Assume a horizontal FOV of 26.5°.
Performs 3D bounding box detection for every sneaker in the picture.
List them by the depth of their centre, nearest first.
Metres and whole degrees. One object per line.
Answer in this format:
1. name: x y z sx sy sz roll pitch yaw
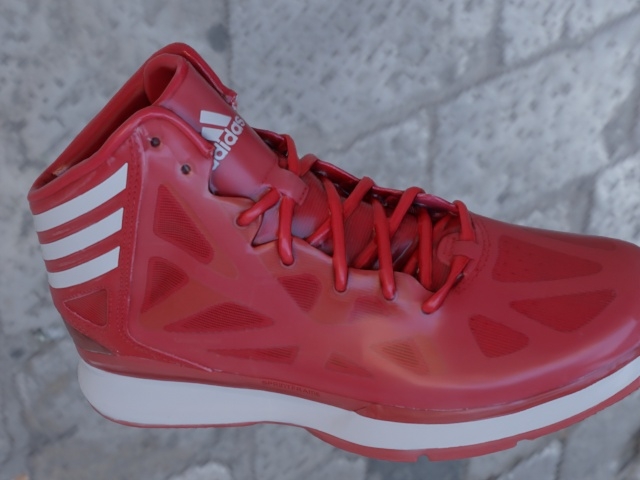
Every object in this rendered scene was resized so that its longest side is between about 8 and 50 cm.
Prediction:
1. sneaker: 0.000 0.000 0.446 0.221 0.087 0.128 -7 128 16
